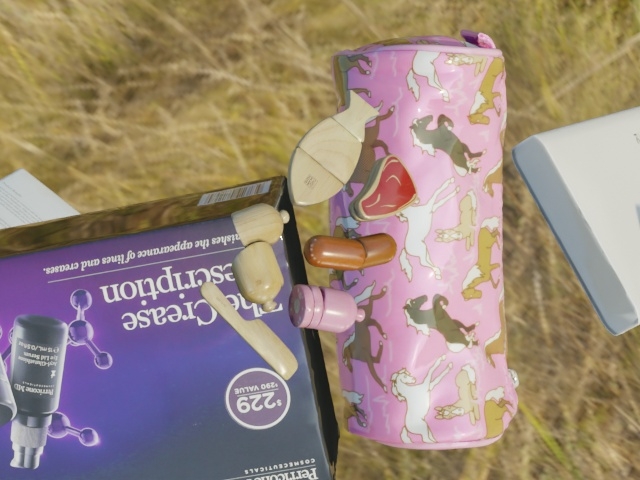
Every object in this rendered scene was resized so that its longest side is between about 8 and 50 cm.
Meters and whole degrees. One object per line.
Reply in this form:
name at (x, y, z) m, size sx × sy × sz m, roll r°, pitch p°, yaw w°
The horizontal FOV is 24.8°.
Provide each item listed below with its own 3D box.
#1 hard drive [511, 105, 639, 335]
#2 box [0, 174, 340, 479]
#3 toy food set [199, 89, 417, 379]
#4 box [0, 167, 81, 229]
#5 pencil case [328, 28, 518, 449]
hard drive at (0.367, -0.036, 1.706) m, size 0.047 × 0.353 × 0.233 m, roll -33°, pitch 82°, yaw 33°
box at (-0.133, 0.078, 0.921) m, size 0.261 × 0.103 × 0.184 m, roll -11°, pitch 105°, yaw 5°
toy food set at (0.000, 0.000, 0.649) m, size 0.122 × 0.078 × 0.019 m, roll -49°, pitch 14°, yaw -24°
box at (-0.304, 0.003, 1.483) m, size 0.101 × 0.102 × 0.087 m, roll 36°, pitch 49°, yaw 22°
pencil case at (0.097, -0.003, 1.362) m, size 0.160 × 0.167 × 0.386 m, roll 0°, pitch 96°, yaw 33°
